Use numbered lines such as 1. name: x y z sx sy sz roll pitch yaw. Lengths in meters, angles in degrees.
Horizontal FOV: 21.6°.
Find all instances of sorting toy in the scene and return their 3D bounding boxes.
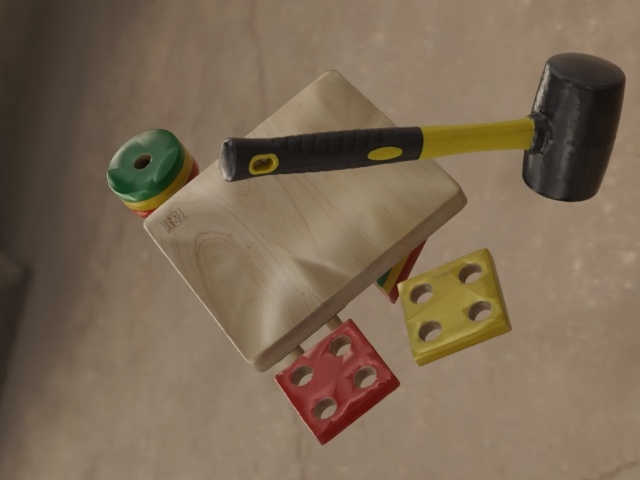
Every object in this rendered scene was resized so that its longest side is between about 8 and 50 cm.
1. sorting toy: 0.000 0.000 0.850 0.132 0.046 0.274 -40 44 -3

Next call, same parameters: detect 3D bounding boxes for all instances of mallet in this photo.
1. mallet: 0.048 -0.050 0.704 0.039 0.190 0.062 48 130 48
